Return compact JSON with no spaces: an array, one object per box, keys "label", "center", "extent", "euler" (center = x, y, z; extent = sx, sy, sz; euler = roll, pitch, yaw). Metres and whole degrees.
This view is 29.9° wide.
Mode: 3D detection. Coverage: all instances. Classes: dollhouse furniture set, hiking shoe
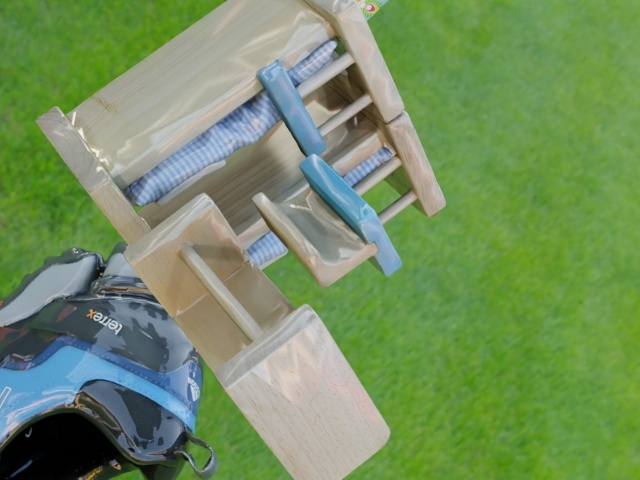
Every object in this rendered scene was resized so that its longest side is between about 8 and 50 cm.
[{"label":"dollhouse furniture set","center":[0.000,0.000,0.478],"extent":[0.183,0.129,0.129],"euler":[47,-9,45]},{"label":"hiking shoe","center":[-0.201,0.099,0.648],"extent":[0.113,0.304,0.132],"euler":[52,25,-44]}]

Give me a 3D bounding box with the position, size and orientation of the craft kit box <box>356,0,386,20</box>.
[{"label":"craft kit box","center":[-0.003,-0.342,1.287],"extent":[0.250,0.246,0.061],"euler":[34,15,-40]}]
